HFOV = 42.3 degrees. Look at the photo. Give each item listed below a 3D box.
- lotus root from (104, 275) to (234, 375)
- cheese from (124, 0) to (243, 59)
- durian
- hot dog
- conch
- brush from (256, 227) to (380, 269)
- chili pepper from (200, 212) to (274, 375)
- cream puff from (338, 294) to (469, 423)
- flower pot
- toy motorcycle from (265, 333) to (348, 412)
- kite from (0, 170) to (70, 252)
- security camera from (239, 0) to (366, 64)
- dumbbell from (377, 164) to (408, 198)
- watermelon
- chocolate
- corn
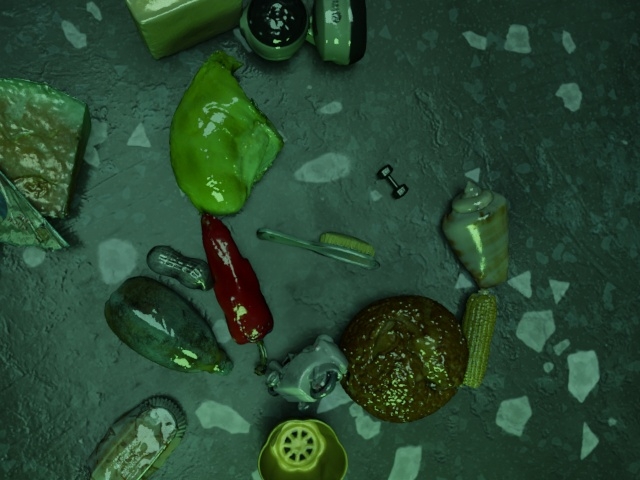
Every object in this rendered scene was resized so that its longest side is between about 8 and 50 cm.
[{"bbox_3d":[-0.330,0.208,1.848,0.322,0.140,0.158,36,86,-6],"label":"lotus root"},{"bbox_3d":[-0.292,-0.516,1.799,0.242,0.265,0.124,-21,89,-6],"label":"cheese"},{"bbox_3d":[-0.217,-0.224,1.836,0.255,0.204,0.340,34,87,-16],"label":"durian"},{"bbox_3d":[-0.420,0.469,1.867,0.268,0.075,0.144,-45,89,-1],"label":"hot dog"},{"bbox_3d":[0.380,-0.015,1.924,0.158,0.127,0.255,-24,92,-6],"label":"conch"},{"bbox_3d":[0.000,0.000,1.926,0.296,0.068,0.060,15,68,-3],"label":"brush"},{"bbox_3d":[-0.187,0.118,1.861,0.110,0.110,0.388,-22,104,-5],"label":"chili pepper"},{"bbox_3d":[0.189,0.263,1.860,0.302,0.212,0.303,1,85,-7],"label":"cream puff"},{"bbox_3d":[-0.045,0.479,1.848,0.195,0.179,0.195,0,87,-5],"label":"flower pot"},{"bbox_3d":[-0.021,0.281,1.827,0.110,0.260,0.171,43,63,-19],"label":"toy motorcycle"},{"bbox_3d":[-0.743,-0.035,1.814,0.405,0.014,0.369,5,110,5],"label":"kite"},{"bbox_3d":[-0.044,-0.490,1.862,0.277,0.191,0.197,-4,91,-5],"label":"security camera"},{"bbox_3d":[0.171,-0.138,1.952,0.083,0.040,0.036,51,55,-3],"label":"dumbbell"},{"bbox_3d":[-0.652,-0.222,1.833,0.264,0.151,0.302,10,108,-7],"label":"watermelon"},{"bbox_3d":[-0.316,0.063,1.885,0.167,0.072,0.072,23,87,-2],"label":"chocolate"},{"bbox_3d":[0.365,0.230,1.943,0.080,0.080,0.238,10,86,-5],"label":"corn"}]
